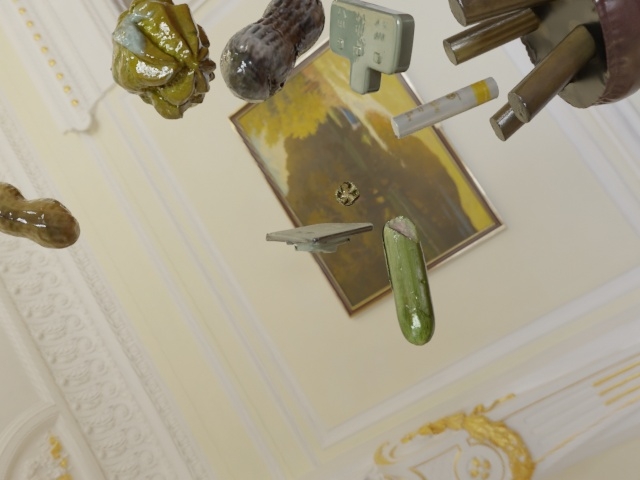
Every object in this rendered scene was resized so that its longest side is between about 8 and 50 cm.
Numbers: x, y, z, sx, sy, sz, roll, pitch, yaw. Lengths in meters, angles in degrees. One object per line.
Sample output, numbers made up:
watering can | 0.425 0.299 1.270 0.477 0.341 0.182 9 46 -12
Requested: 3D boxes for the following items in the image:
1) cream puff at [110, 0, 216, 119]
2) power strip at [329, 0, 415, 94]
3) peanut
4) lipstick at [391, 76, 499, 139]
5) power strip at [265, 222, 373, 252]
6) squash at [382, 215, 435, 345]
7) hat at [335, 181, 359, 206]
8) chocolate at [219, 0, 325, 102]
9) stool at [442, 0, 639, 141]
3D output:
cream puff | -0.441 -0.553 1.576 0.378 0.276 0.377 1 -90 -70
power strip | 0.106 -0.434 1.191 0.265 0.059 0.193 42 140 46
peanut | -0.618 -0.053 1.104 0.230 0.098 0.103 22 -164 -2
lipstick | 0.302 -0.324 1.280 0.059 0.264 0.059 -23 -90 -90
power strip | 0.000 0.000 1.302 0.213 0.198 0.064 -12 -81 -40
squash | 0.157 0.066 0.926 0.069 0.069 0.238 24 -127 -60
hat | 0.091 -0.157 1.800 0.076 0.077 0.059 46 172 -1
chocolate | -0.073 -0.308 0.817 0.110 0.110 0.248 48 -129 -24
stool | 0.309 -0.285 0.754 0.272 0.179 0.272 58 -172 -13
